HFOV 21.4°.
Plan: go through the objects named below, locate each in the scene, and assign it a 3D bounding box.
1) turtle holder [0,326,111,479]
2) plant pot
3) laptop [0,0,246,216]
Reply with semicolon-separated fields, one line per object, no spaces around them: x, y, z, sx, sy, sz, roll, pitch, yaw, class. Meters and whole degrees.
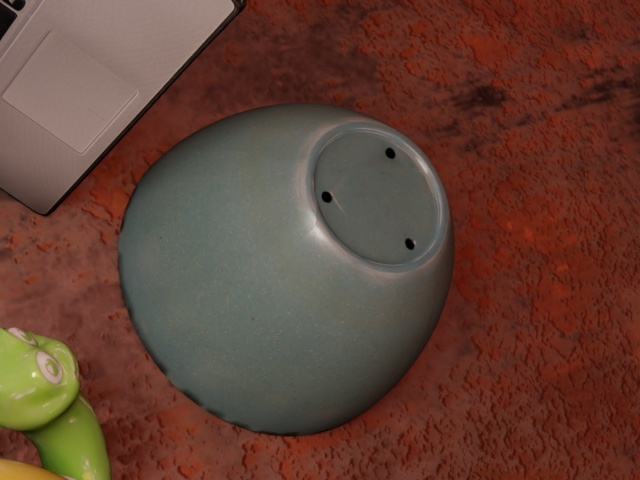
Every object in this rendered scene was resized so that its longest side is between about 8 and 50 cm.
-0.213;0.238;1.120;0.320;0.243;0.227;-51;138;-11;turtle holder
0.000;0.000;1.432;0.290;0.195;0.290;12;63;-26;plant pot
-0.339;-0.127;1.172;0.408;0.382;0.236;36;56;-12;laptop
